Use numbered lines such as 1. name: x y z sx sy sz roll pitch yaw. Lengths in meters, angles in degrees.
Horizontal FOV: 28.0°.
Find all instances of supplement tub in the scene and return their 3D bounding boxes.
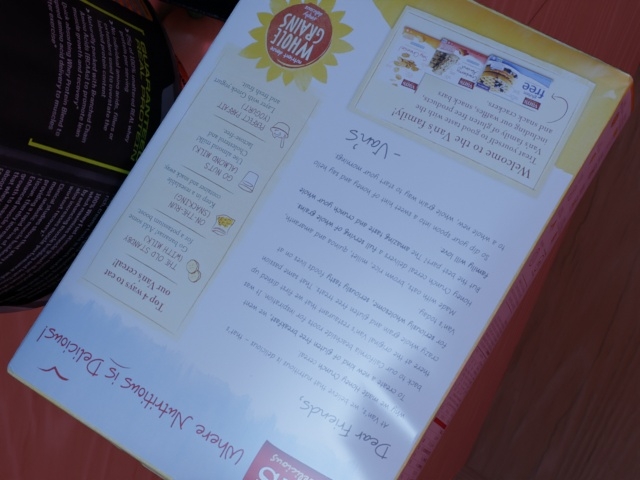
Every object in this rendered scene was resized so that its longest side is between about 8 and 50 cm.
1. supplement tub: -0.184 -0.066 0.553 0.193 0.194 0.316 -60 160 5

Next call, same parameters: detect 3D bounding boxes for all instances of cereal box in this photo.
1. cereal box: 0.000 0.000 0.552 0.240 0.173 0.047 -58 162 -5

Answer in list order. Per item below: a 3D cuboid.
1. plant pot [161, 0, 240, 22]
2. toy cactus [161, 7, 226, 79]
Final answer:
1. plant pot: -0.061 -0.224 0.659 0.167 0.188 0.187 -67 161 -5
2. toy cactus: -0.055 -0.164 0.891 0.180 0.112 0.219 -51 170 7
